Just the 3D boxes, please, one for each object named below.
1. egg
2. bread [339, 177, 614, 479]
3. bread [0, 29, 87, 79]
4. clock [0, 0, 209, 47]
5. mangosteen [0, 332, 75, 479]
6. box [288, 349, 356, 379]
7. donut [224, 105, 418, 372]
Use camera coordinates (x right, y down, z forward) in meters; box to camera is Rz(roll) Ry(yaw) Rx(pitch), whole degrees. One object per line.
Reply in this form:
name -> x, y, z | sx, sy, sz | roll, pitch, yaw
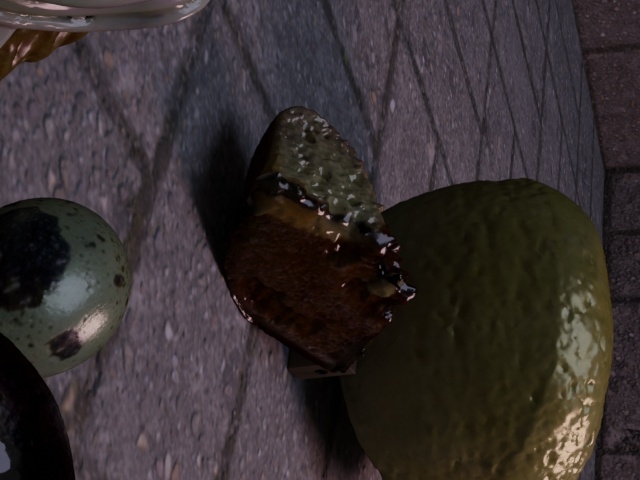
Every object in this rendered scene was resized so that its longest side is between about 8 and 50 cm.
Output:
egg -> -0.138, 0.024, 0.667 | 0.110, 0.085, 0.085 | -27, 112, -58
bread -> 0.143, 0.099, 1.257 | 0.320, 0.237, 0.321 | -1, 90, -79
bread -> -0.177, -0.089, 0.583 | 0.367, 0.077, 0.084 | -54, 136, -64
clock -> -0.099, -0.211, 0.492 | 0.324, 0.108, 0.265 | -59, 144, -17
mangosteen -> -0.166, 0.093, 0.508 | 0.152, 0.152, 0.153 | -4, 90, -72
box -> 0.005, 0.071, 1.149 | 0.024, 0.053, 0.083 | 50, 41, -47
donut -> -0.010, -0.004, 1.045 | 0.186, 0.144, 0.126 | 36, 38, -28
